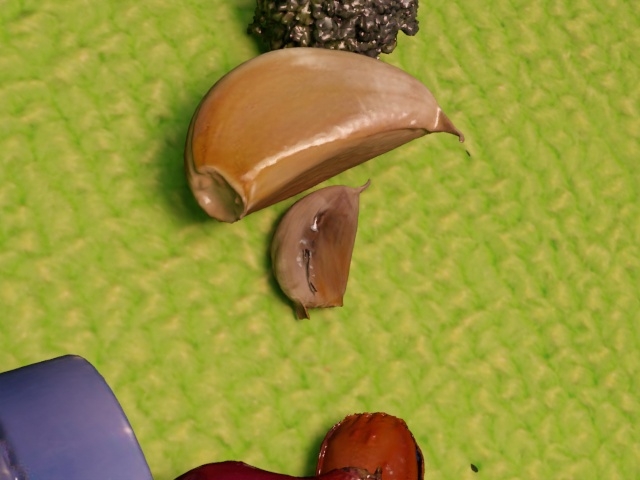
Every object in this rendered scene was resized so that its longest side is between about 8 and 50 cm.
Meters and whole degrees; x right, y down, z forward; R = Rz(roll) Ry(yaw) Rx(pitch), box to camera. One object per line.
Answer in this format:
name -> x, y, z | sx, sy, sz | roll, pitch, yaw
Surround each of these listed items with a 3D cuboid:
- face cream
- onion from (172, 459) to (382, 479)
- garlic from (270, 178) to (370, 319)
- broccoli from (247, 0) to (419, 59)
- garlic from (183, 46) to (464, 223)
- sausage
face cream -> -0.240, 0.226, 0.814 | 0.225, 0.249, 0.249 | -18, 81, -26
onion -> -0.036, 0.241, 0.922 | 0.218, 0.140, 0.195 | -37, 49, -13
garlic -> -0.007, 0.000, 1.106 | 0.084, 0.066, 0.152 | 27, 65, -44
broccoli -> 0.006, -0.300, 1.168 | 0.199, 0.177, 0.274 | -13, 65, -21
garlic -> -0.009, -0.095, 1.064 | 0.245, 0.145, 0.164 | -19, 37, -12
sausage -> 0.027, 0.307, 0.994 | 0.102, 0.102, 0.330 | 21, 65, -17
